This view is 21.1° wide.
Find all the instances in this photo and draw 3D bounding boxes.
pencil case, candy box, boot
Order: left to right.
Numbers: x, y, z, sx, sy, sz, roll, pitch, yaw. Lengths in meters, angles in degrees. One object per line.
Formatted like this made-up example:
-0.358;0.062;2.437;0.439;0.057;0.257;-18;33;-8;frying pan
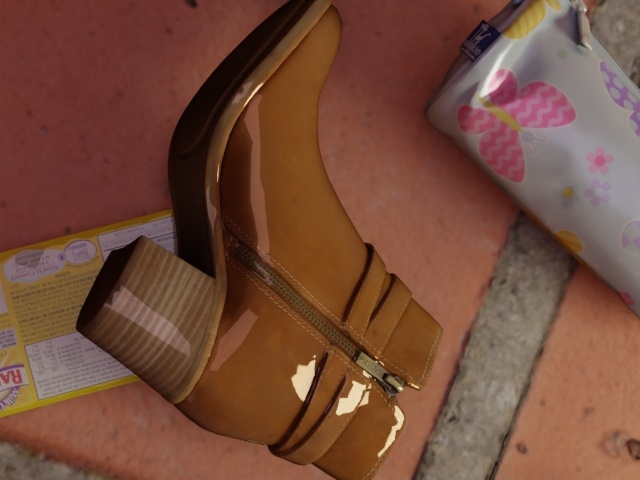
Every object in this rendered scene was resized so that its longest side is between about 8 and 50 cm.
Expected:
-0.172;0.052;1.123;0.205;0.027;0.105;-14;90;-8;candy box
0.000;0.000;1.105;0.220;0.109;0.283;32;70;-18;boot
0.196;-0.044;1.129;0.273;0.113;0.124;44;89;-4;pencil case
